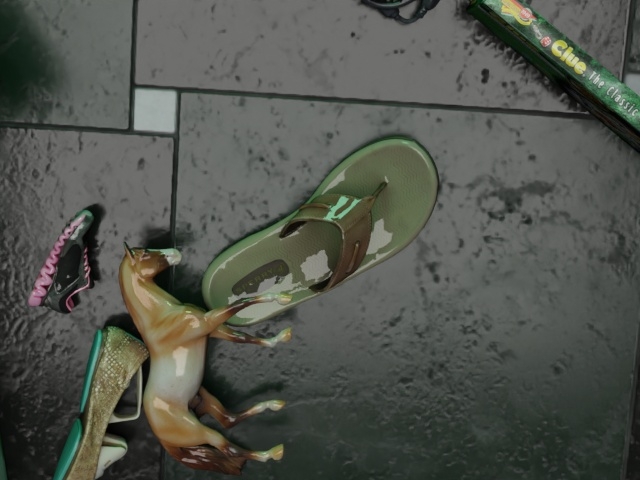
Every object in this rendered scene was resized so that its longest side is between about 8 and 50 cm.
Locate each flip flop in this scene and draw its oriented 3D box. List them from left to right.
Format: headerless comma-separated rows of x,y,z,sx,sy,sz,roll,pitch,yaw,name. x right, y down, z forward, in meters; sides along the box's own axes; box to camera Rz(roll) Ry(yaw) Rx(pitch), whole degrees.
0.000,0.000,1.117,0.277,0.080,0.112,-31,98,6,flip flop

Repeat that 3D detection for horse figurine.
-0.119,0.135,1.124,0.174,0.066,0.263,3,110,-2,horse figurine

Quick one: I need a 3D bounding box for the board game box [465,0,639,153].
0.253,-0.151,1.060,0.259,0.136,0.030,38,100,-6,board game box

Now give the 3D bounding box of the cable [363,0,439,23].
0.083,-0.316,1.085,0.150,0.047,0.184,34,95,3,cable

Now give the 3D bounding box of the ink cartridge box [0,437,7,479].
-0.446,0.246,1.160,0.212,0.093,0.154,-7,99,1,ink cartridge box

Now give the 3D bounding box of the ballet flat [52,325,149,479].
-0.227,0.192,1.162,0.067,0.073,0.206,16,104,-16,ballet flat

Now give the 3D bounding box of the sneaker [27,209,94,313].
-0.254,0.025,1.147,0.057,0.047,0.119,27,106,-10,sneaker
